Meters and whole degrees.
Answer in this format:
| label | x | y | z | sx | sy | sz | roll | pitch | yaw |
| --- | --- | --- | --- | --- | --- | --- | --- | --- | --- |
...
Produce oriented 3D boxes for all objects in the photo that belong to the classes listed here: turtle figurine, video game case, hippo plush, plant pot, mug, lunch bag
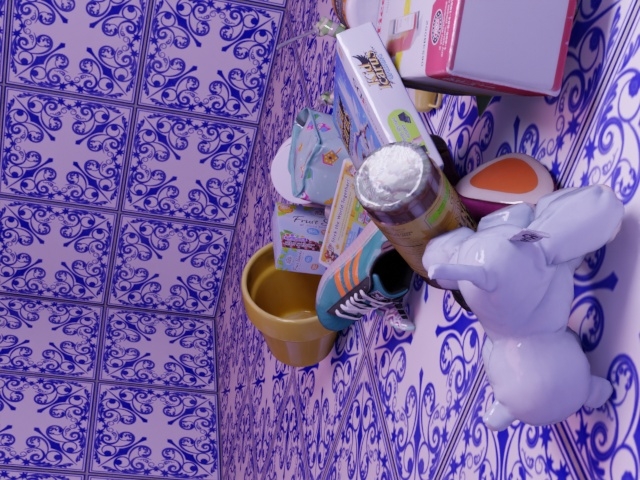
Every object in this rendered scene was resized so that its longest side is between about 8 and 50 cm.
| label | x | y | z | sx | sy | sz | roll | pitch | yaw |
| --- | --- | --- | --- | --- | --- | --- | --- | --- | --- |
| turtle figurine | 0.022 | -0.424 | 2.291 | 0.198 | 0.274 | 0.266 | 58 | -157 | -18 |
| video game case | 0.091 | -0.150 | 1.474 | 0.269 | 0.061 | 0.244 | 92 | 156 | -70 |
| hippo plush | 0.263 | 0.081 | 1.134 | 0.294 | 0.234 | 0.237 | -65 | -47 | -84 |
| plant pot | -0.048 | 0.160 | 2.277 | 0.239 | 0.254 | 0.254 | 88 | 178 | -47 |
| mug | 0.192 | -0.273 | 1.853 | 0.078 | 0.062 | 0.064 | -99 | 12 | -70 |
| lunch bag | 0.054 | -0.165 | 2.014 | 0.262 | 0.223 | 0.160 | -105 | 32 | -61 |
| video game case | 0.104 | -0.014 | 1.861 | 0.206 | 0.026 | 0.227 | 29 | 120 | 29 |

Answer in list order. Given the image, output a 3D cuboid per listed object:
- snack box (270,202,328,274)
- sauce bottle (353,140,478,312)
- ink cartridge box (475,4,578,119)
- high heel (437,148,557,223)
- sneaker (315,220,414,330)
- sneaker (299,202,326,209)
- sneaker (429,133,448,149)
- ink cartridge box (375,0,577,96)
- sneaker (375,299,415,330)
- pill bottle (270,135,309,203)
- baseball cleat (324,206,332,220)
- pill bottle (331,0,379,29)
| label | x | y | z | sx | sy | sz | roll | pitch | yaw |
| --- | --- | --- | --- | --- | --- | --- | --- | --- | --- |
| snack box | 0.000 | 0.000 | 2.187 | 0.174 | 0.207 | 0.070 | -99 | 22 | -54 |
| sauce bottle | 0.160 | -0.004 | 1.338 | 0.344 | 0.111 | 0.111 | 45 | -141 | -51 |
| ink cartridge box | 0.291 | -0.311 | 1.452 | 0.235 | 0.056 | 0.171 | 111 | 162 | -51 |
| high heel | 0.251 | -0.032 | 1.455 | 0.181 | 0.127 | 0.377 | 67 | 169 | -18 |
| sneaker | 0.086 | 0.078 | 1.787 | 0.302 | 0.108 | 0.121 | -56 | 32 | 33 |
| sneaker | -0.003 | -0.037 | 2.471 | 0.321 | 0.124 | 0.180 | -93 | 9 | -80 |
| sneaker | 0.199 | -0.067 | 1.702 | 0.118 | 0.083 | 0.222 | 12 | -103 | -83 |
| ink cartridge box | 0.203 | -0.347 | 1.370 | 0.384 | 0.160 | 0.279 | -148 | 66 | -76 |
| sneaker | 0.142 | 0.121 | 1.820 | 0.098 | 0.038 | 0.069 | 32 | 116 | 43 |
| pill bottle | -0.013 | -0.176 | 2.254 | 0.283 | 0.160 | 0.160 | -49 | -28 | -71 |
| baseball cleat | 0.064 | -0.035 | 2.154 | 0.206 | 0.109 | 0.072 | -86 | -22 | -44 |
| pill bottle | 0.110 | -0.515 | 2.122 | 0.278 | 0.162 | 0.162 | -115 | 35 | -67 |
